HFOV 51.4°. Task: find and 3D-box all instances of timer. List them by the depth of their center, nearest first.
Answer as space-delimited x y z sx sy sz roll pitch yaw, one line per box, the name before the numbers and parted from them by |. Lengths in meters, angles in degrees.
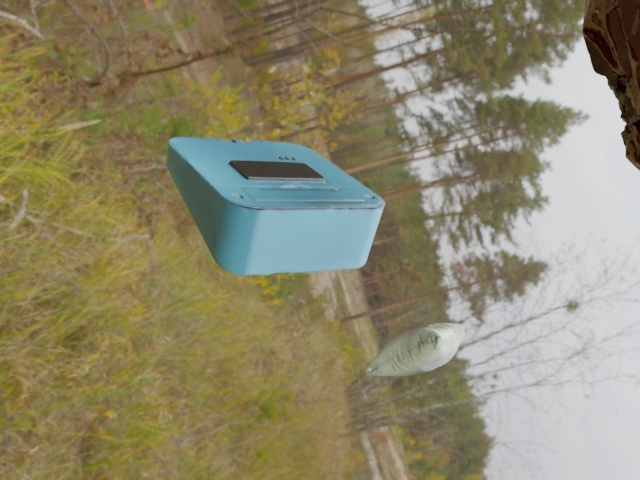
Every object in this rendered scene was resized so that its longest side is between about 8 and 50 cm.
timer | -0.068 -0.060 0.889 0.250 0.231 0.092 46 -51 46

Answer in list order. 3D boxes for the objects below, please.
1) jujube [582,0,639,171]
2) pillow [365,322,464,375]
jujube | 0.344 -0.152 0.561 0.213 0.212 0.232 -60 130 -80
pillow | 0.175 0.196 1.183 0.078 0.144 0.254 68 18 11
